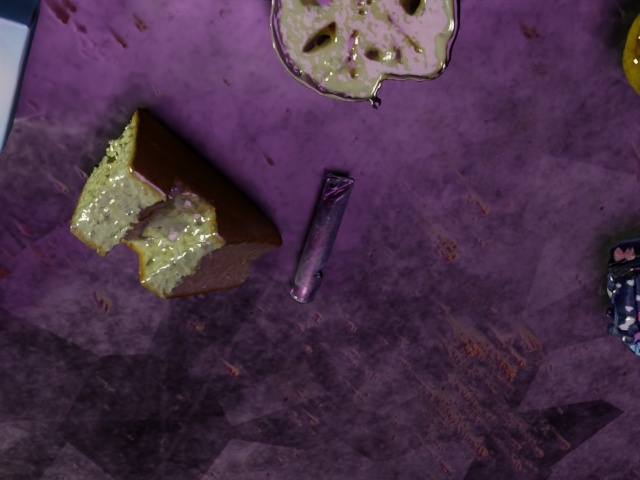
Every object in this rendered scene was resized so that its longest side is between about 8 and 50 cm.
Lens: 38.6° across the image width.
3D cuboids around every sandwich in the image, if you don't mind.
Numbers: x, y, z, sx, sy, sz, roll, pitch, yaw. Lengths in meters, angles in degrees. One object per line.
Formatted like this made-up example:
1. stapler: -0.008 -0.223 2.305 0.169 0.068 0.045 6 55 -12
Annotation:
1. sandwich: -0.143 -0.015 0.989 0.122 0.128 0.235 -38 121 25

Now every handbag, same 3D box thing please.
1. handbag: 0.481 0.050 1.141 0.260 0.113 0.162 -18 120 3

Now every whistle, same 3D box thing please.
1. whistle: 0.000 0.000 1.076 0.033 0.033 0.176 9 122 -15

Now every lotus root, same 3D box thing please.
1. lotus root: 0.047 -0.239 0.902 0.183 0.078 0.203 11 114 0

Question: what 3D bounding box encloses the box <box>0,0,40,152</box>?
1. box: -0.397 -0.186 0.858 0.232 0.083 0.142 14 121 -19

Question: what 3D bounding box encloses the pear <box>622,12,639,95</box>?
1. pear: 0.399 -0.191 0.947 0.162 0.149 0.149 5 122 -16
